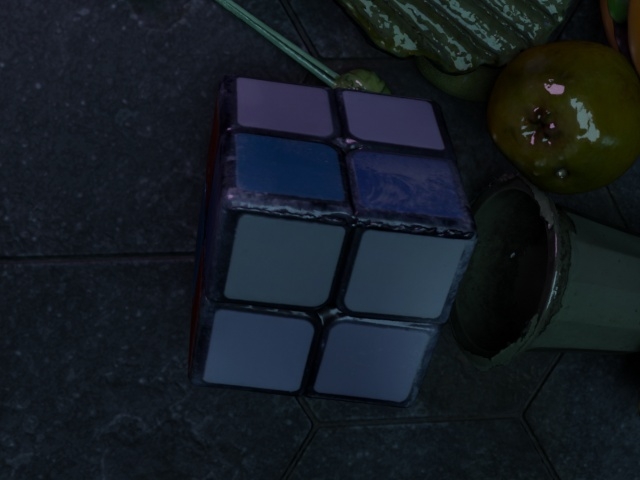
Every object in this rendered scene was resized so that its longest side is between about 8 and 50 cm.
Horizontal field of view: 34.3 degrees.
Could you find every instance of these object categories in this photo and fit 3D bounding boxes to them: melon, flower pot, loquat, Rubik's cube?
[{"bbox_3d":[0.211,-0.250,1.482,0.162,0.099,0.099,21,101,-14],"label":"melon"},{"bbox_3d":[0.350,0.058,1.519,0.259,0.290,0.290,9,104,-23],"label":"flower pot"},{"bbox_3d":[0.339,-0.172,1.391,0.213,0.246,0.213,13,113,34],"label":"loquat"},{"bbox_3d":[0.000,0.000,1.367,0.316,0.318,0.313,7,126,-9],"label":"Rubik's cube"}]

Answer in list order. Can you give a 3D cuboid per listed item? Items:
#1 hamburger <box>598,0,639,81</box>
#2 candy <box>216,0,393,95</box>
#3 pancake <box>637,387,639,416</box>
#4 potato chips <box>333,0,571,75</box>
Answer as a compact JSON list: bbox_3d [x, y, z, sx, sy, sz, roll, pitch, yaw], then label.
[{"bbox_3d":[0.566,-0.319,1.384,0.395,0.277,0.396,0,115,1],"label":"hamburger"},{"bbox_3d":[-0.037,-0.268,1.464,0.335,0.092,0.093,37,103,-7],"label":"candy"},{"bbox_3d":[0.609,0.122,1.561,0.387,0.082,0.387,-27,130,-37],"label":"pancake"},{"bbox_3d":[0.156,-0.398,1.393,0.429,0.070,0.358,35,71,-14],"label":"potato chips"}]
